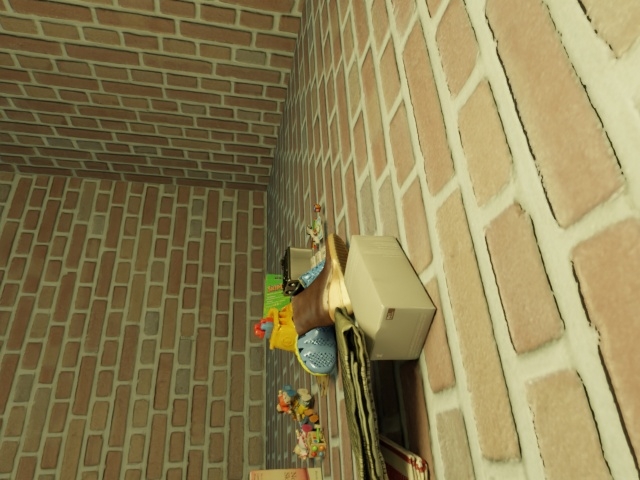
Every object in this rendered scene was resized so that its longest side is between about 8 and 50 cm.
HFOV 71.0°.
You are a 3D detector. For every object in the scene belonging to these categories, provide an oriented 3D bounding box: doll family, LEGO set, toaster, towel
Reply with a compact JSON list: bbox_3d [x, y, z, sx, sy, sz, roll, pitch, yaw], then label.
[{"bbox_3d":[-0.063,0.642,1.604,0.262,0.119,0.163,57,140,40],"label":"doll family"},{"bbox_3d":[0.000,0.000,1.611,0.182,0.060,0.243,134,130,-65],"label":"LEGO set"},{"bbox_3d":[-0.099,0.121,1.835,0.168,0.110,0.185,113,156,-57],"label":"toaster"},{"bbox_3d":[0.140,0.542,0.808,0.237,0.038,0.328,128,145,-73],"label":"towel"},{"bbox_3d":[0.075,0.292,0.869,0.324,0.056,0.311,112,151,-88],"label":"towel"}]

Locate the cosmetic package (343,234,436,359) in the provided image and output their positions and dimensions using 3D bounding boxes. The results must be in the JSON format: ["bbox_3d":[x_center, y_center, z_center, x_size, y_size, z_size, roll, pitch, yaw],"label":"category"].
[{"bbox_3d":[0.120,0.100,0.856,0.237,0.107,0.127,-110,25,-54],"label":"cosmetic package"}]

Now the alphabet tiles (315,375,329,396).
[{"bbox_3d":[0.003,0.402,1.537,0.237,0.009,0.198,-116,32,-66],"label":"alphabet tiles"}]

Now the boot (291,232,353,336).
[{"bbox_3d":[-0.007,0.121,1.240,0.207,0.090,0.248,-28,57,29],"label":"boot"}]

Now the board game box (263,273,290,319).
[{"bbox_3d":[-0.209,0.293,2.163,0.039,0.124,0.259,-155,70,-79],"label":"board game box"}]

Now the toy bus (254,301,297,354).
[{"bbox_3d":[-0.154,0.333,1.778,0.220,0.212,0.149,-106,27,-62],"label":"toy bus"}]

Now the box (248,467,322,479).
[{"bbox_3d":[-0.113,0.822,1.427,0.148,0.233,0.126,-100,18,-46],"label":"box"}]

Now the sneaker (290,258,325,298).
[{"bbox_3d":[-0.007,0.107,1.315,0.209,0.082,0.069,-50,43,15],"label":"sneaker"}]

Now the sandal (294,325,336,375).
[{"bbox_3d":[-0.009,0.254,1.376,0.138,0.126,0.317,114,155,-49],"label":"sandal"}]

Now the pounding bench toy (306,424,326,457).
[{"bbox_3d":[-0.011,0.640,1.432,0.065,0.052,0.083,-119,35,-68],"label":"pounding bench toy"}]
